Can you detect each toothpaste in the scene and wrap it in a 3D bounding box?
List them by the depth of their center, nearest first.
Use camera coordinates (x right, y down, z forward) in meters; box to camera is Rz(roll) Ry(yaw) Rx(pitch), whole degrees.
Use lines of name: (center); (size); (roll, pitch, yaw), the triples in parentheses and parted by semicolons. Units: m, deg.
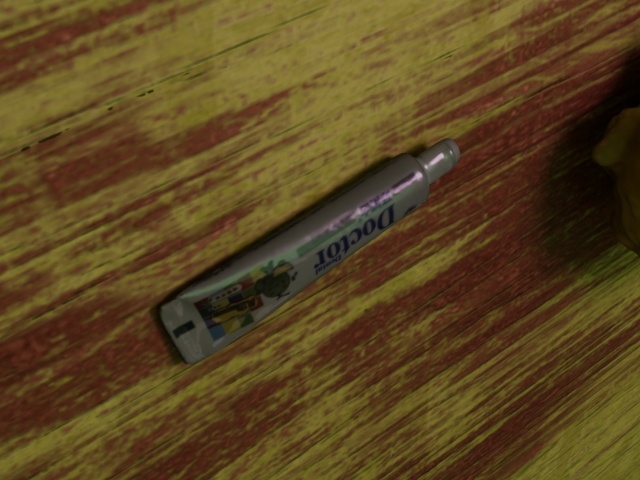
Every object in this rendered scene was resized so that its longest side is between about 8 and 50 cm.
toothpaste: (0.000, 0.000, 0.635); (0.255, 0.037, 0.067); (-33, 136, -15)

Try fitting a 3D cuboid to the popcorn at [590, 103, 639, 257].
popcorn: (0.381, -0.070, 0.801); (0.286, 0.215, 0.252); (10, 117, -41)
